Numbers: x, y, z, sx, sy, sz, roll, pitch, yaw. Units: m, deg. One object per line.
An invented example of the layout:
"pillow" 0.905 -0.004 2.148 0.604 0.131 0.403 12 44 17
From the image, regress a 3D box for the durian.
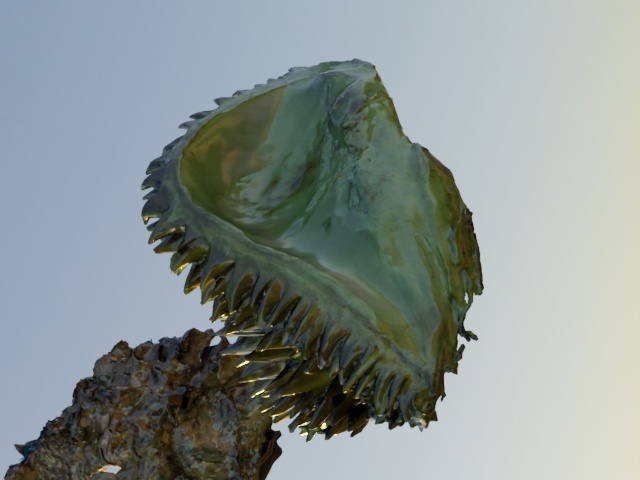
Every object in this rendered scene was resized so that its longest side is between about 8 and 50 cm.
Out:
"durian" 0.004 0.008 0.878 0.163 0.198 0.394 61 177 -32

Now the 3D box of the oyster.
"oyster" -0.158 0.183 1.142 0.092 0.260 0.198 26 -127 -56
